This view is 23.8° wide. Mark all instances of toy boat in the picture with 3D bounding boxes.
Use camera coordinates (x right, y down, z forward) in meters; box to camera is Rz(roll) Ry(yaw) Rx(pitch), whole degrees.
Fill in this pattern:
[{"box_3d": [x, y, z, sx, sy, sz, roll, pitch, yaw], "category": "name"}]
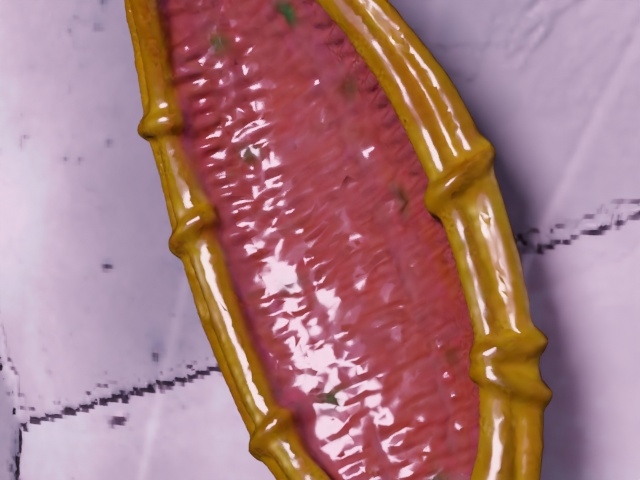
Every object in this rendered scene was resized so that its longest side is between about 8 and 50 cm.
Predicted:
[{"box_3d": [0.003, -0.002, 0.560, 0.141, 0.099, 0.318, -29, 81, 30], "category": "toy boat"}]
